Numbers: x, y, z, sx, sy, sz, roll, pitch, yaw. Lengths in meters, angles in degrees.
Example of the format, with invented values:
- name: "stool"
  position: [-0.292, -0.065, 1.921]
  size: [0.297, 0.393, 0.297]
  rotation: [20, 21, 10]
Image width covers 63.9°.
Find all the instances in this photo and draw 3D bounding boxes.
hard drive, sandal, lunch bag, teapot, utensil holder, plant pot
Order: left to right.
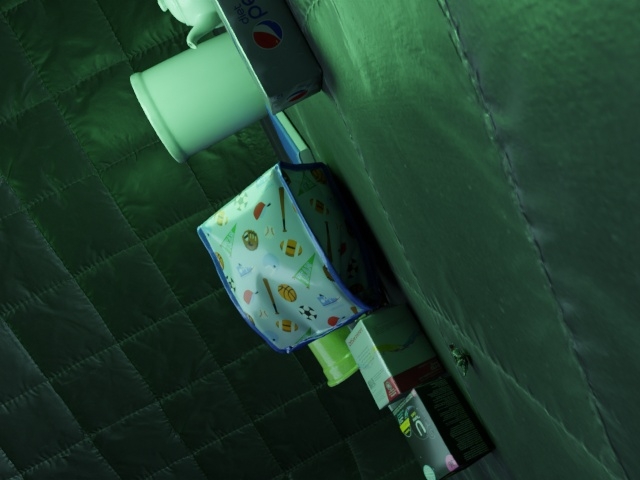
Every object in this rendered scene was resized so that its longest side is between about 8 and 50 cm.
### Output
- name: "teapot"
  position: [-0.366, -0.701, 1.430]
  size: [0.253, 0.187, 0.256]
  rotation: [65, 177, -35]
- name: "utensil holder"
  position: [-0.388, -0.493, 1.756]
  size: [0.328, 0.385, 0.327]
  rotation: [63, 177, 6]
- name: "lunch bag"
  position: [-0.062, 0.052, 1.250]
  size: [0.238, 0.327, 0.386]
  rotation: [-13, -107, -53]
- name: "hard drive"
  position: [-0.075, -0.279, 1.592]
  size: [0.319, 0.040, 0.210]
  rotation: [60, 176, 44]
- name: "plant pot"
  position: [0.052, 0.327, 1.824]
  size: [0.254, 0.276, 0.276]
  rotation: [49, 176, 3]
- name: "sandal"
  position: [0.153, 0.154, 1.479]
  size: [0.090, 0.060, 0.220]
  rotation: [-137, 33, -64]

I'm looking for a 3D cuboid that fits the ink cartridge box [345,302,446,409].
- name: "ink cartridge box"
  position: [0.160, 0.253, 1.135]
  size: [0.176, 0.127, 0.128]
  rotation: [61, 153, 23]

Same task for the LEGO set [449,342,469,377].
- name: "LEGO set"
  position: [0.224, 0.184, 0.818]
  size: [0.083, 0.023, 0.054]
  rotation: [-82, -32, -72]

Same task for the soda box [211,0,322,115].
- name: "soda box"
  position: [-0.105, -0.357, 0.831]
  size: [0.286, 0.098, 0.091]
  rotation: [62, 177, 3]

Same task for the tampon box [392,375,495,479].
- name: "tampon box"
  position: [0.241, 0.380, 1.032]
  size: [0.161, 0.101, 0.120]
  rotation: [61, 146, 32]

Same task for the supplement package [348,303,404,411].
- name: "supplement package"
  position: [0.190, 0.309, 1.360]
  size: [0.244, 0.139, 0.134]
  rotation: [64, 176, 2]

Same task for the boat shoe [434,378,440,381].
- name: "boat shoe"
  position: [0.294, 0.435, 1.250]
  size: [0.302, 0.109, 0.094]
  rotation: [80, 178, -45]

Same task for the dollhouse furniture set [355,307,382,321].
- name: "dollhouse furniture set"
  position: [0.092, 0.224, 1.697]
  size: [0.242, 0.212, 0.161]
  rotation: [29, 157, 30]
